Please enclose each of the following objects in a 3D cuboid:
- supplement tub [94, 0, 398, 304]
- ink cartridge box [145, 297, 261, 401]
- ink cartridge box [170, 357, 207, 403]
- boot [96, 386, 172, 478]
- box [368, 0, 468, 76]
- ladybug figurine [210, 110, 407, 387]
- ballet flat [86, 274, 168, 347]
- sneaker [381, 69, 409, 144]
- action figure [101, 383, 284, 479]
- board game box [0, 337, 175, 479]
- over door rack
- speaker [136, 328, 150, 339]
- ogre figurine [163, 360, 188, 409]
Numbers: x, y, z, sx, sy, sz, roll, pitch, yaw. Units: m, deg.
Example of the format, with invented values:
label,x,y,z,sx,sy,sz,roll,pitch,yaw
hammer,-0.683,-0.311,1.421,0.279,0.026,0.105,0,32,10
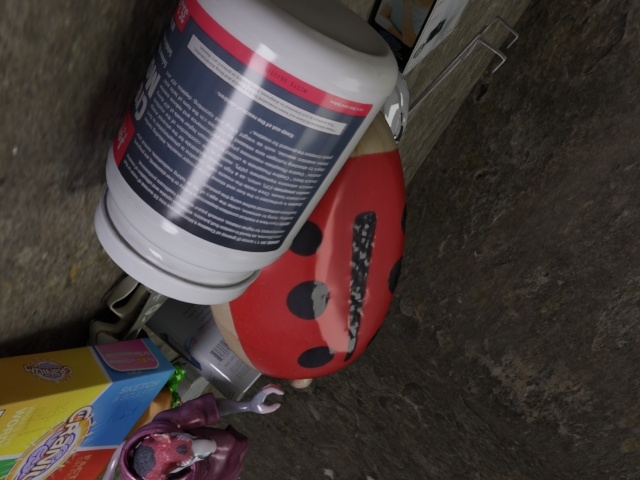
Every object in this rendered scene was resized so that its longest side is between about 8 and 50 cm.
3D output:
label,x,y,z,sx,sy,sz,roll,pitch,yaw
supplement tub,-0.075,-0.095,0.632,0.272,0.191,0.191,-55,171,27
ink cartridge box,-0.155,0.120,1.081,0.154,0.212,0.093,-48,175,-27
ink cartridge box,-0.312,0.323,1.605,0.127,0.072,0.175,-52,172,14
boot,-0.378,0.380,1.201,0.211,0.104,0.295,11,113,-54
box,0.172,-0.392,1.018,0.169,0.087,0.290,-46,171,-29
ladybug figurine,0.000,0.000,0.927,0.305,0.162,0.449,-16,116,-39
ballet flat,-0.273,0.106,0.948,0.213,0.072,0.068,-52,144,7
sneaker,-0.001,-0.115,1.121,0.366,0.137,0.210,-53,175,38
action figure,-0.210,0.302,0.988,0.370,0.276,0.248,91,17,-63
board game box,-0.347,0.234,0.820,0.242,0.064,0.316,-53,158,15
over door rack,0.181,-0.290,1.254,0.324,0.108,0.239,-32,-169,32
speaker,-0.308,0.190,1.110,0.055,0.055,0.136,-43,169,-42
ogre figurine,-0.325,0.286,1.337,0.118,0.097,0.197,-8,124,-52
